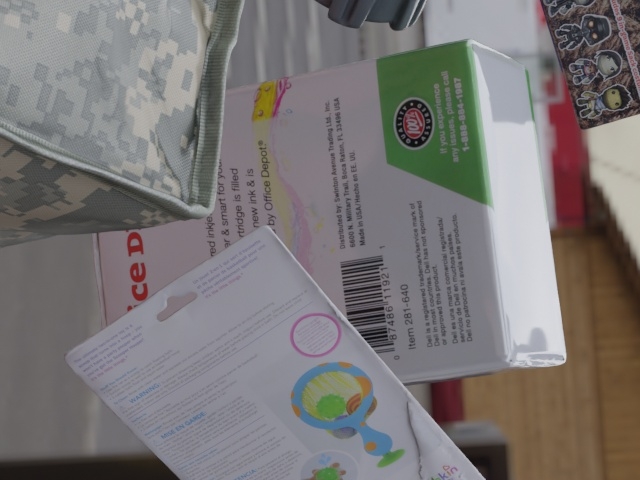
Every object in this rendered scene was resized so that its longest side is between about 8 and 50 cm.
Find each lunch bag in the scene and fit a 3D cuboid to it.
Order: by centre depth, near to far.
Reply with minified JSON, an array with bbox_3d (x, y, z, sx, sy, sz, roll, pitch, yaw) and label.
[{"bbox_3d":[-0.209,-0.108,0.734,0.287,0.235,0.169,25,66,-41],"label":"lunch bag"}]

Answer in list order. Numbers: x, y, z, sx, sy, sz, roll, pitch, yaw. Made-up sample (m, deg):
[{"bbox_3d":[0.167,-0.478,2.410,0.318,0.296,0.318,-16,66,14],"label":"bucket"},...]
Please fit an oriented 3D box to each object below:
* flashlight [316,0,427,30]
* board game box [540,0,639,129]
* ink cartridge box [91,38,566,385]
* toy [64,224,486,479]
[{"bbox_3d":[0.066,-0.274,1.101,0.103,0.103,0.304,64,-37,42],"label":"flashlight"},{"bbox_3d":[0.345,-0.230,1.596,0.232,0.291,0.141,-72,144,-68],"label":"board game box"},{"bbox_3d":[0.000,0.000,1.197,0.117,0.278,0.201,8,74,-65],"label":"ink cartridge box"},{"bbox_3d":[-0.016,0.099,1.038,0.237,0.137,0.056,51,15,-23],"label":"toy"}]
